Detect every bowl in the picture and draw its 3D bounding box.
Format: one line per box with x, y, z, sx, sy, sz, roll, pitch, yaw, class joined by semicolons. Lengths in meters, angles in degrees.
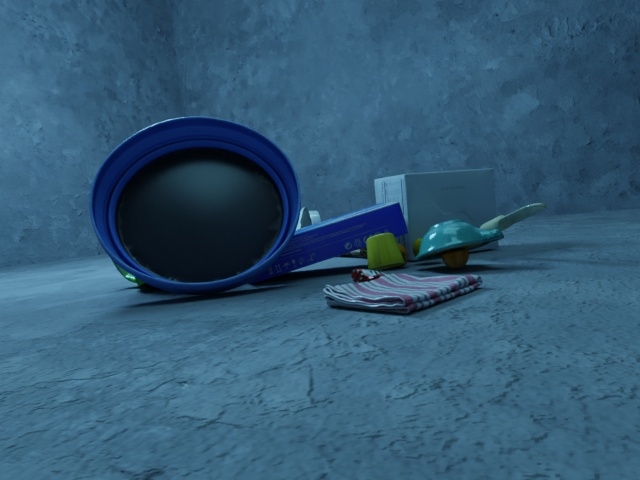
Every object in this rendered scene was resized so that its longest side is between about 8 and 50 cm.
-0.235;-0.074;0.927;0.392;0.390;0.077;-6;-28;-12;bowl

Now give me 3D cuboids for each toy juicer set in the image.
0.258;0.016;0.935;0.330;0.089;0.209;-13;-11;7;toy juicer set

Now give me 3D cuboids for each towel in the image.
0.119;0.066;0.666;0.197;0.029;0.144;-8;5;-44;towel

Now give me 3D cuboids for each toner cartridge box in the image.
0.000;0.000;1.046;0.348;0.075;0.165;-18;6;-7;toner cartridge box

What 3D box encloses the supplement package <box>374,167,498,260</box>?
0.289;-0.066;1.182;0.262;0.203;0.145;-7;4;-23;supplement package

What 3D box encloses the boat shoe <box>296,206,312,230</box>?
-0.087;-0.035;1.635;0.091;0.114;0.302;-15;16;11;boat shoe

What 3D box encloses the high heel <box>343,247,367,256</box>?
0.069;-0.002;1.284;0.187;0.093;0.261;2;-11;17;high heel

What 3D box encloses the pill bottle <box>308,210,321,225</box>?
-0.154;-0.041;1.835;0.302;0.169;0.169;-6;3;-13;pill bottle

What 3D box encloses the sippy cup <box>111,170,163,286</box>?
-0.332;-0.037;1.071;0.306;0.223;0.240;-19;-2;-21;sippy cup

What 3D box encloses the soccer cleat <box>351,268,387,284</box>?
0.087;0.063;0.795;0.036;0.029;0.083;4;0;-41;soccer cleat
